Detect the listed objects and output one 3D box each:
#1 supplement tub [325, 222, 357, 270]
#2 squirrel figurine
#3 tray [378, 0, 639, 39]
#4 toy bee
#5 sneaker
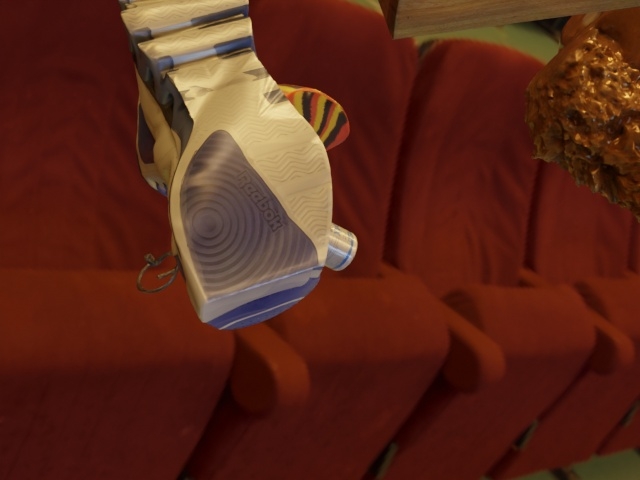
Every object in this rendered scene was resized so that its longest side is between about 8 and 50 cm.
[{"bbox_3d":[0.000,0.000,1.719,0.107,0.071,0.071,27,25,-32],"label":"supplement tub"},{"bbox_3d":[0.455,-0.137,1.247,0.370,0.281,0.397,45,64,-7],"label":"squirrel figurine"},{"bbox_3d":[0.219,-0.247,0.650,0.411,0.076,0.202,-10,58,-9],"label":"tray"},{"bbox_3d":[-0.103,-0.099,1.163,0.298,0.195,0.162,-55,130,-37],"label":"toy bee"},{"bbox_3d":[-0.082,-0.066,0.879,0.128,0.182,0.315,-13,65,-12],"label":"sneaker"}]
